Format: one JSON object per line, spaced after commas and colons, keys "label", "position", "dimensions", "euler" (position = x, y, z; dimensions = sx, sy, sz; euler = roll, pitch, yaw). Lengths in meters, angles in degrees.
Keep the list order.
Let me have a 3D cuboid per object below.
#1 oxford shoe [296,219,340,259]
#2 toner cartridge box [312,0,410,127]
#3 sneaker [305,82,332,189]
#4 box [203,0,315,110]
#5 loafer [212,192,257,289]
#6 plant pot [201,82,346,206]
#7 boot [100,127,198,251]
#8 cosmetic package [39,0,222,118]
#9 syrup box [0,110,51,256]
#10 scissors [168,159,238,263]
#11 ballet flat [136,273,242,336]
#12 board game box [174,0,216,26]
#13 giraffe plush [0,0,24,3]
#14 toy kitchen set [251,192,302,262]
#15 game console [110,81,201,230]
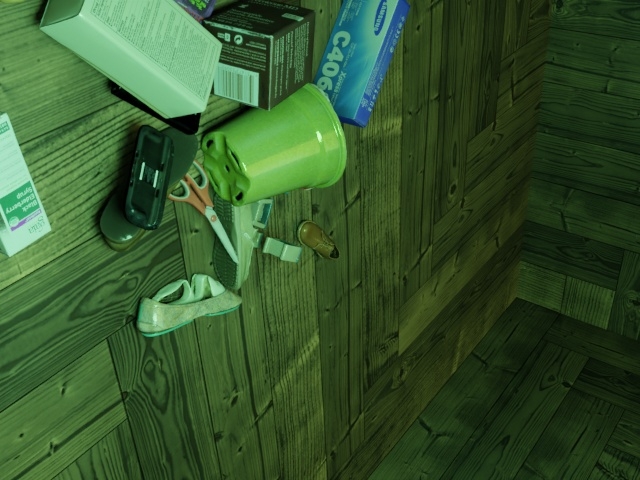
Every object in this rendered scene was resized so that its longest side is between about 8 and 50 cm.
{"label": "oxford shoe", "position": [0.000, 0.000, 2.199], "dimensions": [0.076, 0.076, 0.212], "euler": [-63, 147, -8]}
{"label": "toner cartridge box", "position": [0.097, -0.485, 1.984], "dimensions": [0.075, 0.165, 0.347], "euler": [21, 89, -59]}
{"label": "sneaker", "position": [-0.031, -0.263, 1.930], "dimensions": [0.118, 0.107, 0.278], "euler": [-39, 131, -60]}
{"label": "box", "position": [-0.131, -0.408, 1.627], "dimensions": [0.203, 0.169, 0.167], "euler": [-49, 150, -49]}
{"label": "loafer", "position": [-0.203, -0.004, 1.852], "dimensions": [0.092, 0.102, 0.268], "euler": [-22, 125, -44]}
{"label": "plant pot", "position": [-0.124, -0.205, 1.740], "dimensions": [0.254, 0.276, 0.276], "euler": [-29, 132, -33]}
{"label": "boot", "position": [-0.361, -0.109, 1.582], "dimensions": [0.305, 0.112, 0.115], "euler": [-60, 179, -25]}
{"label": "cosmetic package", "position": [-0.329, -0.368, 1.358], "dimensions": [0.309, 0.113, 0.160], "euler": [35, 59, -48]}
{"label": "syrup box", "position": [-0.550, -0.098, 1.263], "dimensions": [0.093, 0.096, 0.236], "euler": [-42, 139, -38]}
{"label": "scissors", "position": [-0.250, -0.072, 1.733], "dimensions": [0.297, 0.021, 0.109], "euler": [48, 67, -34]}
{"label": "ballet flat", "position": [-0.301, 0.139, 1.787], "dimensions": [0.316, 0.108, 0.106], "euler": [-17, 108, -54]}
{"label": "board game box", "position": [-0.305, -0.563, 1.428], "dimensions": [0.347, 0.056, 0.208], "euler": [24, 82, -59]}
{"label": "giraffe plush", "position": [-0.465, -0.495, 1.140], "dimensions": [0.210, 0.181, 0.170], "euler": [51, 46, -17]}
{"label": "toy kitchen set", "position": [-0.096, -0.065, 1.921], "dimensions": [0.122, 0.166, 0.207], "euler": [8, 101, -60]}
{"label": "game console", "position": [-0.334, -0.204, 1.480], "dimensions": [0.213, 0.044, 0.361], "euler": [26, 66, -53]}
